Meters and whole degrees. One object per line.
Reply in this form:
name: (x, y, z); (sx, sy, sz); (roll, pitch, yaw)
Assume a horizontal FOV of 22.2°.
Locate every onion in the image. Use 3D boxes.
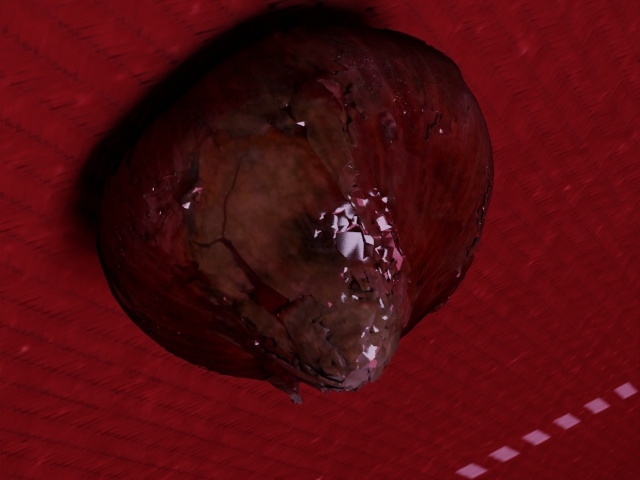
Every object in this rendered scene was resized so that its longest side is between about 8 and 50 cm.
onion: (0.000, 0.000, 0.704); (0.184, 0.147, 0.184); (-18, 146, -12)
